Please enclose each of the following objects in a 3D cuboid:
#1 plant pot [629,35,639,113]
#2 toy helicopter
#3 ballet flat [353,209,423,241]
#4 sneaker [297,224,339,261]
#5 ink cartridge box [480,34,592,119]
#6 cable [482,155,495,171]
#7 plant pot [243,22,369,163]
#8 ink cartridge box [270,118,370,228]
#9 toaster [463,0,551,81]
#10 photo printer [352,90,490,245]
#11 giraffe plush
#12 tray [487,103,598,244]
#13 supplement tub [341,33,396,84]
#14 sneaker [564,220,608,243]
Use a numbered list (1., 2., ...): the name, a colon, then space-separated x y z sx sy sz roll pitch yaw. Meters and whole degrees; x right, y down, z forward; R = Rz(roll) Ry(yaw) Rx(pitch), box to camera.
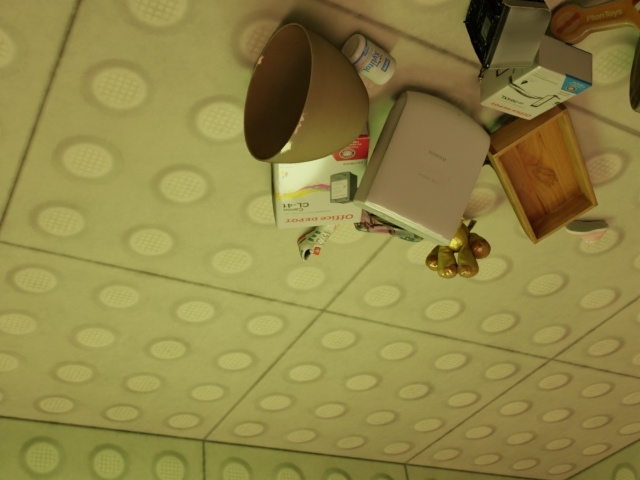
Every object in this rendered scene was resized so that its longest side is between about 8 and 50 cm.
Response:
1. plant pot: 0.836 -0.361 1.652 0.280 0.323 0.323 6 143 9
2. toy helicopter: 0.640 -0.484 1.538 0.355 0.235 0.140 -5 177 33
3. ballet flat: 0.198 -0.049 2.089 0.221 0.077 0.079 11 119 -22
4. sneaker: 0.000 0.000 2.102 0.057 0.075 0.161 25 131 -35
5. ink cartridge box: 0.468 -0.353 1.675 0.148 0.086 0.203 12 161 -22
6. cable: 0.407 -0.221 1.938 0.287 0.072 0.139 1 125 -31
7. plant pot: -0.013 -0.283 1.587 0.190 0.284 0.284 11 138 -31
8. ink cartridge box: -0.006 -0.176 1.835 0.226 0.131 0.306 -5 141 -5
9. toaster: 0.368 -0.444 1.532 0.110 0.168 0.186 -2 141 -10
10. photo printer: 0.242 -0.175 1.760 0.256 0.308 0.107 25 172 -16
11. giraffe plush: 0.353 -0.023 2.059 0.181 0.210 0.170 -1 144 32
12. tray: 0.569 -0.171 1.961 0.202 0.076 0.411 -33 138 7
13. supplement tub: 0.102 -0.387 1.635 0.107 0.071 0.071 24 132 -34
14. sneaker: 0.771 -0.020 2.237 0.134 0.051 0.070 -3 137 -13
